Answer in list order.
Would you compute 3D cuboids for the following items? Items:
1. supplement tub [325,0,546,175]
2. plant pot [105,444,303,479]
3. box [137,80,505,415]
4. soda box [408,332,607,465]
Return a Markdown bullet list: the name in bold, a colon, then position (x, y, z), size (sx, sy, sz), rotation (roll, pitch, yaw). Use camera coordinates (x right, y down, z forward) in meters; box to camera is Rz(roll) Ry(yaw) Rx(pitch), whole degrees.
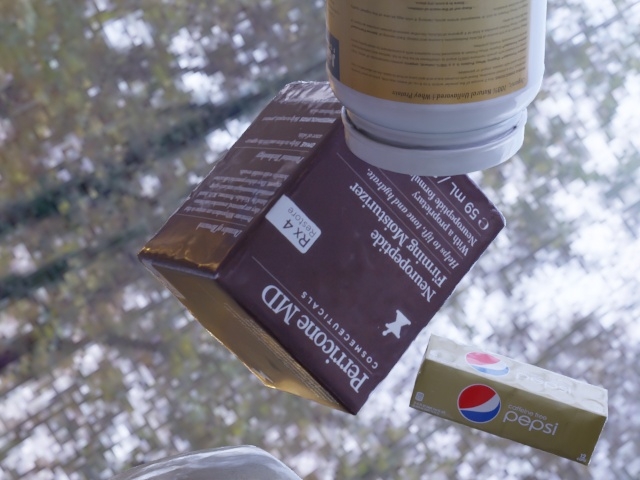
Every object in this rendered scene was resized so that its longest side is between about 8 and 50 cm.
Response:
- **supplement tub**: position (0.074, -0.157, 1.030), size (0.144, 0.144, 0.200), rotation (32, -47, 45)
- **plant pot**: position (-0.080, 0.282, 1.317), size (0.284, 0.191, 0.284), rotation (41, -18, 17)
- **box**: position (0.000, 0.000, 1.265), size (0.168, 0.203, 0.167), rotation (45, -16, -23)
- **soda box**: position (0.180, 0.151, 1.518), size (0.181, 0.061, 0.058), rotation (17, -67, 3)
